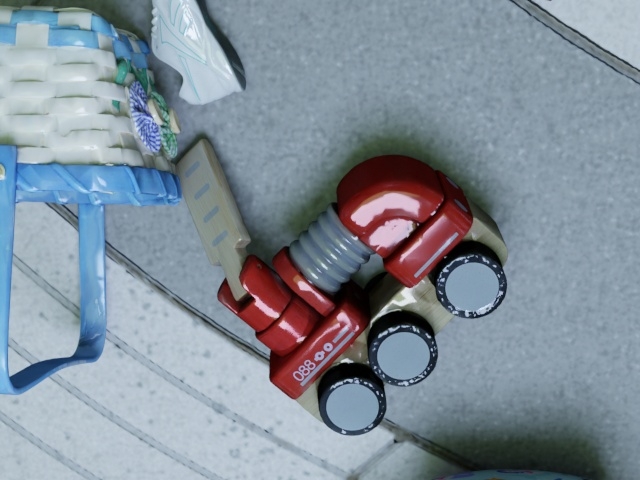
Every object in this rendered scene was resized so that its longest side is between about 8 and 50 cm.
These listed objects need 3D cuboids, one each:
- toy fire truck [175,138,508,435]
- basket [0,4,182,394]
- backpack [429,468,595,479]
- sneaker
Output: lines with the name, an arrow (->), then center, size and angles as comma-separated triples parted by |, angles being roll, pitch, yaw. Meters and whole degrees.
toy fire truck -> 0.000, 0.000, 1.056 | 0.246, 0.158, 0.217 | 40, 106, -14
basket -> -0.215, -0.034, 1.004 | 0.201, 0.255, 0.289 | 5, 93, 4
backpack -> 0.147, 0.288, 1.059 | 0.253, 0.225, 0.191 | -9, 81, 14
sneaker -> -0.120, -0.183, 1.058 | 0.061, 0.053, 0.152 | -23, 101, 15
